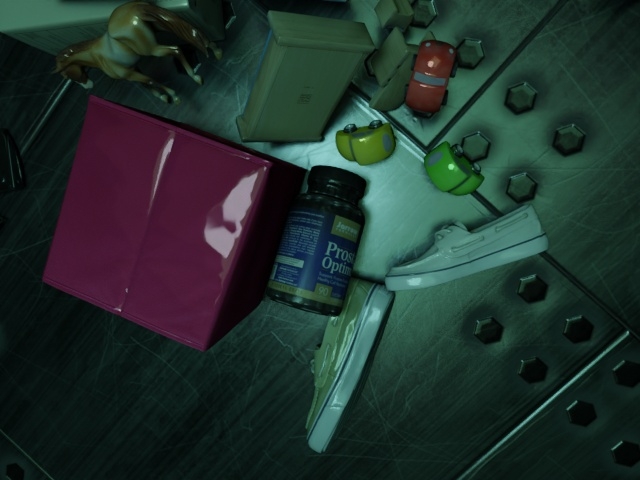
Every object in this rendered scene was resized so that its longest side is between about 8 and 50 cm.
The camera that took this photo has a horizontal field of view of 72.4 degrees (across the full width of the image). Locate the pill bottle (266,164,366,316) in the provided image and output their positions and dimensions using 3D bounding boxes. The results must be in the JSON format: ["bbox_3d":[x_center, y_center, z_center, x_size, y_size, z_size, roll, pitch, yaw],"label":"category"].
[{"bbox_3d":[0.000,0.000,0.689,0.123,0.123,0.219,15,84,7],"label":"pill bottle"}]

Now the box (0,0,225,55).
[{"bbox_3d":[-0.327,-0.384,0.693,0.312,0.148,0.121,-2,96,8],"label":"box"}]

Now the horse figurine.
[{"bbox_3d":[-0.262,-0.276,0.646,0.263,0.175,0.066,-11,63,44],"label":"horse figurine"}]

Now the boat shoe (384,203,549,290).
[{"bbox_3d":[0.220,0.011,0.693,0.258,0.095,0.084,-18,90,0],"label":"boat shoe"}]

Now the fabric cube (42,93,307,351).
[{"bbox_3d":[-0.198,-0.034,0.662,0.259,0.254,0.258,21,101,6],"label":"fabric cube"}]

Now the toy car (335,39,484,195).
[{"bbox_3d":[0.158,-0.140,0.657,0.225,0.053,0.239,39,135,-14],"label":"toy car"}]

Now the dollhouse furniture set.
[{"bbox_3d":[-0.026,-0.339,0.686,0.287,0.198,0.303,-7,68,-28],"label":"dollhouse furniture set"}]

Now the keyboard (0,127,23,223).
[{"bbox_3d":[-0.721,-0.096,0.852,0.318,0.033,0.201,-7,90,11],"label":"keyboard"}]

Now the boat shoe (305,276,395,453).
[{"bbox_3d":[0.034,0.206,0.746,0.094,0.109,0.302,22,92,21],"label":"boat shoe"}]
